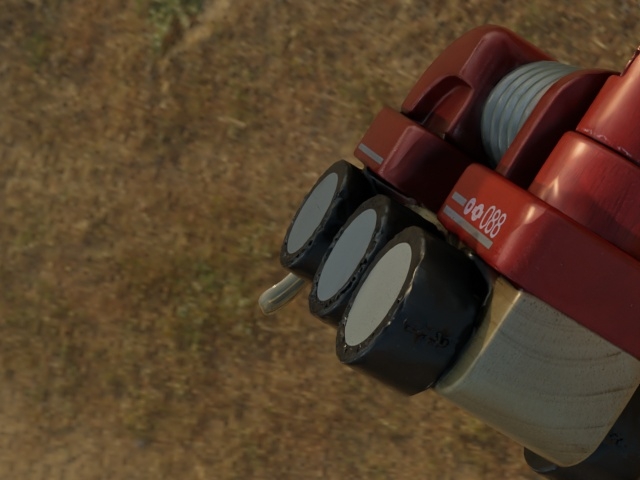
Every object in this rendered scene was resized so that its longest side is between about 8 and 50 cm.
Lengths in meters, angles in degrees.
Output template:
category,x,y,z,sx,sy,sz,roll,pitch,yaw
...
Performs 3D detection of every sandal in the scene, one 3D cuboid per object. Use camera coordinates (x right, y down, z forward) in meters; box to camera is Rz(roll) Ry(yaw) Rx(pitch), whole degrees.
category,x,y,z,sx,sy,sz,roll,pitch,yaw
sandal,0.000,0.000,1.379,0.049,0.072,0.180,46,67,7

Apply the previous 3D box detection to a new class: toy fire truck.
category,x,y,z,sx,sy,sz,roll,pitch,yaw
toy fire truck,0.089,-0.058,0.587,0.246,0.158,0.217,-57,15,6
